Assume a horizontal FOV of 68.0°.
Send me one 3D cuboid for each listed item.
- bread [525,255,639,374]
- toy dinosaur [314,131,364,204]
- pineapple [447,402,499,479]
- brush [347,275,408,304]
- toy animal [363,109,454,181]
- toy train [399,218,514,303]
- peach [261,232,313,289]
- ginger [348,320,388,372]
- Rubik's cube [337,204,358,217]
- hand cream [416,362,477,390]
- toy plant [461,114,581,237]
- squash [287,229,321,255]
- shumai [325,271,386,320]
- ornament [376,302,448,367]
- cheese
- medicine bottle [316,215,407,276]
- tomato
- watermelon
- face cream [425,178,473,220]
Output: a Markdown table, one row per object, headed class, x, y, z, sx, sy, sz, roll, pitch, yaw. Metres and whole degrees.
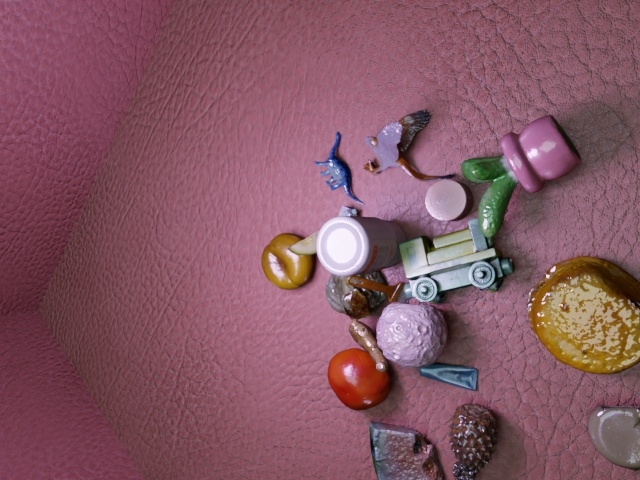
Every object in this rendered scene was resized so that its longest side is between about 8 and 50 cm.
| class | x | y | z | sx | sy | sz | roll | pitch | yaw |
| --- | --- | --- | --- | --- | --- | --- | --- | --- | --- |
| bread | 0.819 | 0.229 | 1.444 | 0.358 | 0.204 | 0.337 | 42 | 107 | 25 |
| toy dinosaur | 0.061 | -0.279 | 1.961 | 0.144 | 0.076 | 0.329 | -18 | 80 | -1 |
| pineapple | 0.529 | 0.760 | 1.675 | 0.175 | 0.175 | 0.361 | 10 | 107 | 31 |
| brush | 0.223 | 0.176 | 1.765 | 0.090 | 0.314 | 0.017 | -64 | 33 | 15 |
| toy animal | 0.313 | -0.310 | 1.808 | 0.302 | 0.225 | 0.284 | -24 | 100 | 43 |
| toy train | 0.467 | 0.080 | 1.685 | 0.397 | 0.160 | 0.253 | -18 | 73 | 29 |
| peach | -0.143 | 0.094 | 2.063 | 0.251 | 0.153 | 0.251 | 0 | 90 | 39 |
| ginger | 0.180 | 0.391 | 1.810 | 0.334 | 0.081 | 0.148 | 48 | 161 | 56 |
| Rubik's cube | 0.119 | -0.096 | 1.934 | 0.073 | 0.075 | 0.084 | 30 | 122 | 44 |
| hand cream | 0.467 | 0.498 | 1.766 | 0.224 | 0.048 | 0.083 | 4 | 91 | 27 |
| toy plant | 0.631 | -0.218 | 1.522 | 0.356 | 0.210 | 0.317 | -28 | 53 | 28 |
| squash | 0.000 | 0.000 | 1.907 | 0.093 | 0.252 | 0.169 | 49 | 115 | 19 |
| shumai | 0.108 | 0.204 | 1.872 | 0.260 | 0.222 | 0.225 | -1 | 93 | 36 |
| ornament | 0.328 | 0.343 | 1.716 | 0.259 | 0.259 | 0.225 | -3 | 80 | 32 |
| cheese | 0.924 | 0.601 | 1.457 | 0.175 | 0.091 | 0.202 | -18 | 84 | 30 |
| medicine bottle | 0.162 | 0.017 | 1.739 | 0.211 | 0.371 | 0.211 | 0 | 91 | 31 |
| tomato | 0.147 | 0.548 | 1.862 | 0.259 | 0.180 | 0.260 | 14 | 122 | 23 |
| watermelon | 0.293 | 0.829 | 1.816 | 0.302 | 0.151 | 0.264 | -14 | 84 | 32 |
| face cream | 0.462 | -0.143 | 1.704 | 0.149 | 0.104 | 0.149 | 1 | 92 | 31 |
